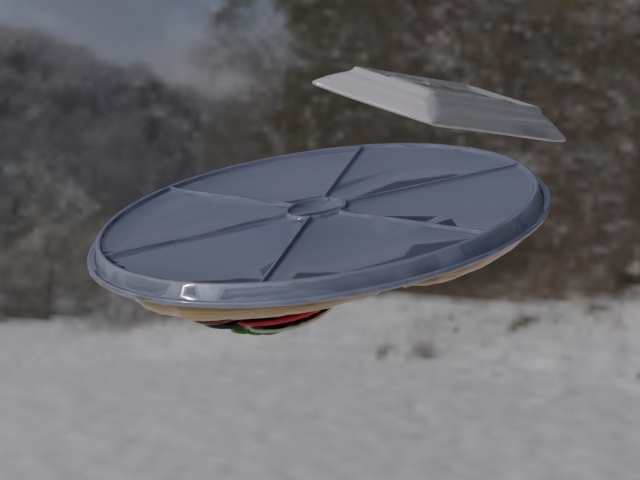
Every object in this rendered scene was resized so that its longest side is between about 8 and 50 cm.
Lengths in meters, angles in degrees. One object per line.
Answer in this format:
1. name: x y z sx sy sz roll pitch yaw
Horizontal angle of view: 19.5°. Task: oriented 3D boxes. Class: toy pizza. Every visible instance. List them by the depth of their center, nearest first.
1. toy pizza: 0.000 0.000 0.806 0.201 0.032 0.201 -7 17 2

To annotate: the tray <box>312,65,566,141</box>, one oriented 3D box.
1. tray: 0.124 -0.135 1.817 0.145 0.030 0.270 20 10 33
